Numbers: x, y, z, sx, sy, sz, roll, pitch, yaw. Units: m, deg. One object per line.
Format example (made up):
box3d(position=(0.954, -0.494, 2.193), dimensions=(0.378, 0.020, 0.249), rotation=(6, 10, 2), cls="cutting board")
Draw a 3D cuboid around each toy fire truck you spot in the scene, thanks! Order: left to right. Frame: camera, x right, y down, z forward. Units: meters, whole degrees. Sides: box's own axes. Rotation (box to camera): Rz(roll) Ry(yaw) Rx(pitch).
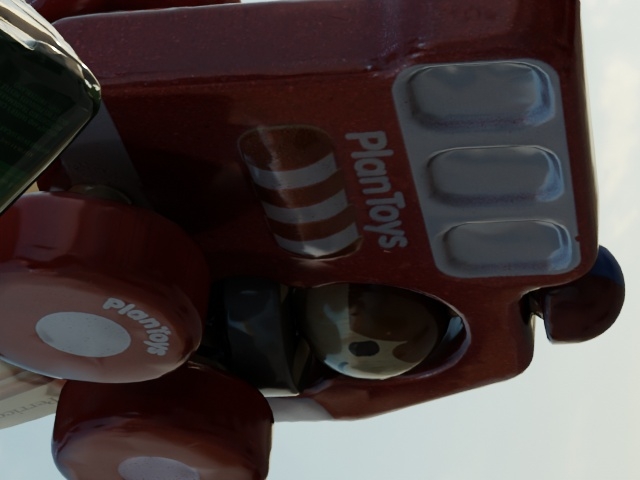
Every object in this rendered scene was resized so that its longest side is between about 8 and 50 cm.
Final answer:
box3d(position=(0.000, 0.000, 0.795), dimensions=(0.302, 0.253, 0.169), rotation=(70, -158, -55), cls="toy fire truck")

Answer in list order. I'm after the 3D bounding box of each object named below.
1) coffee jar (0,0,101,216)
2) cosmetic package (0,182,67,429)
box3d(position=(-0.153, -0.003, 0.513), dimensions=(0.184, 0.096, 0.079), rotation=(-51, -31, 5), cls="coffee jar")
box3d(position=(-0.230, -0.008, 0.783), dimensions=(0.296, 0.153, 0.129), rotation=(39, -143, -61), cls="cosmetic package")
